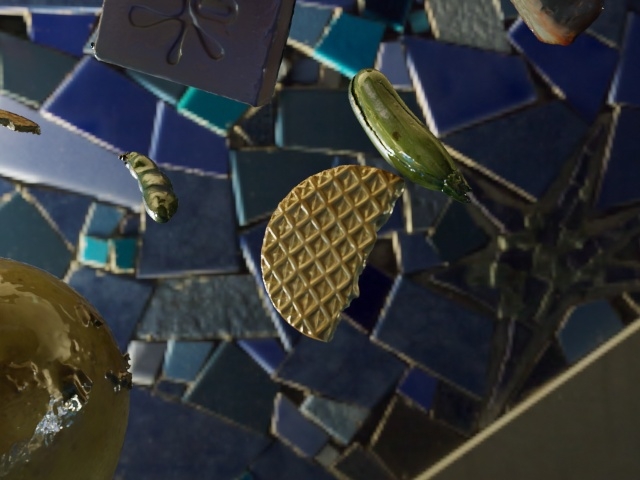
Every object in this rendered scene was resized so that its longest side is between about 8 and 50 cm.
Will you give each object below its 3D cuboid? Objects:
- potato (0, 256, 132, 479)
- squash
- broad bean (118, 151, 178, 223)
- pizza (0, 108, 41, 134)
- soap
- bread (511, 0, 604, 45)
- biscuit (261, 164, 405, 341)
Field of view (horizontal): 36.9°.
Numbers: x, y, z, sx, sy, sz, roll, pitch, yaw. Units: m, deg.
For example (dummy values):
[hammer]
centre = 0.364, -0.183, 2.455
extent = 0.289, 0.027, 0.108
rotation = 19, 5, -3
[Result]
[potato]
centre = -0.408, 0.209, 1.156
extent = 0.319, 0.385, 0.442
rotation = -22, 153, -49
[squash]
centre = 0.142, -0.169, 1.632
extent = 0.094, 0.341, 0.094
rotation = -25, 148, -17
[broad bean]
centre = -0.276, -0.089, 1.589
extent = 0.065, 0.046, 0.254
rotation = 9, -157, -30
[pizza]
centre = -0.371, -0.142, 1.143
extent = 0.083, 0.016, 0.037
rotation = 19, -162, 2
[soap]
centre = -0.178, -0.381, 1.462
extent = 0.285, 0.296, 0.107
rotation = 16, -167, 10
[bread]
centre = 0.173, -0.365, 0.894
extent = 0.114, 0.295, 0.328
rotation = -28, 133, 9
[biscuit]
centre = 0.000, 0.000, 1.621
extent = 0.204, 0.309, 0.040
rotation = 23, 173, 25
